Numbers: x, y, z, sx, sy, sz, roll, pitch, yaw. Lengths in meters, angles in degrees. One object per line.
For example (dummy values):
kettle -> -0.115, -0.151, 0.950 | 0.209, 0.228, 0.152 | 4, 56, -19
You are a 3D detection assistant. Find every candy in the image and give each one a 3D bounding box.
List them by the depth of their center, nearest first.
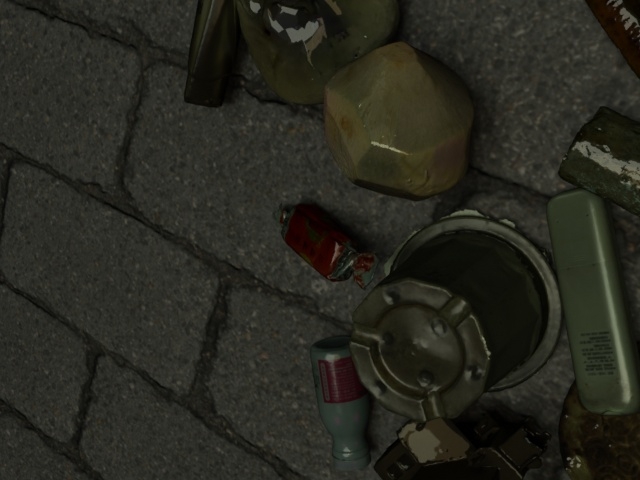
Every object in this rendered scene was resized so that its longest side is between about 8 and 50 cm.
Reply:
candy -> 0.001, 0.001, 1.070 | 0.292, 0.059, 0.086 | 39, 116, 48

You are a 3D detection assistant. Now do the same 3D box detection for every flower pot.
flower pot -> 0.172, 0.118, 0.910 | 0.290, 0.259, 0.290 | 7, 104, 29

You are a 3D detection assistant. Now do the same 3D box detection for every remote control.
remote control -> 0.366, 0.080, 0.880 | 0.090, 0.038, 0.309 | -17, 77, 44

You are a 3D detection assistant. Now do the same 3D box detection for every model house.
model house -> 0.216, 0.322, 0.948 | 0.204, 0.211, 0.243 | 46, 123, 13

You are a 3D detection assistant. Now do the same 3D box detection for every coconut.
coconut -> 0.113, -0.165, 0.905 | 0.197, 0.237, 0.236 | -15, 92, -10

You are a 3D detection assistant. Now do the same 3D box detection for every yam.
yam -> 0.413, -0.083, 0.819 | 0.194, 0.107, 0.107 | 32, 114, 21

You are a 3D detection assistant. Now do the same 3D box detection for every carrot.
carrot -> 0.374, -0.307, 0.824 | 0.066, 0.066, 0.314 | -36, 80, 31

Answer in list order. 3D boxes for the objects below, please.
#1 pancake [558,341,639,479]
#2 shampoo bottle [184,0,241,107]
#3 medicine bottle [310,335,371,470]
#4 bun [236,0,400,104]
pancake -> 0.437, 0.261, 0.825 | 0.288, 0.033, 0.286 | -39, 43, 37
shampoo bottle -> -0.164, -0.397, 1.092 | 0.084, 0.125, 0.350 | 12, 112, -10
medicine bottle -> 0.040, 0.279, 1.118 | 0.090, 0.090, 0.216 | -4, 98, 31
bun -> -0.020, -0.347, 0.992 | 0.273, 0.168, 0.272 | 9, 111, 25
